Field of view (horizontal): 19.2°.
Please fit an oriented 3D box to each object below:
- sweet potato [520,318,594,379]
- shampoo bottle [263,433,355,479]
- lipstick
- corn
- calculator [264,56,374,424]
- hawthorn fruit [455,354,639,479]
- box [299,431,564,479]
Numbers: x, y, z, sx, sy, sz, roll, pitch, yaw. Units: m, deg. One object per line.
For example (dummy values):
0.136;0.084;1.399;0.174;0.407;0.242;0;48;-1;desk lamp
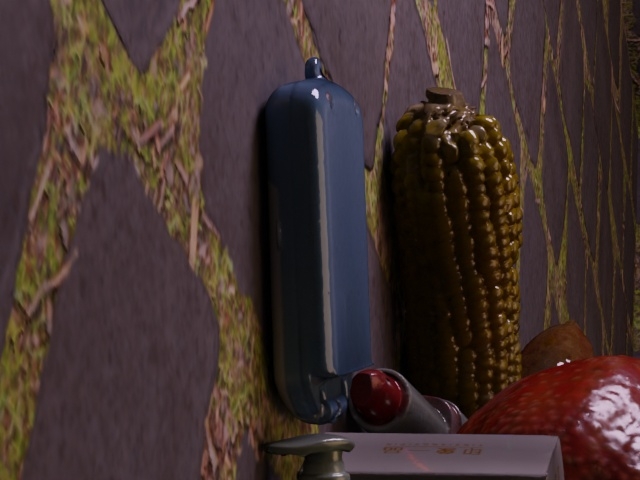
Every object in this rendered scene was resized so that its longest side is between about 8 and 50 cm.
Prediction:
0.203;0.235;1.767;0.109;0.109;0.385;73;26;-47;sweet potato
0.001;0.207;1.026;0.065;0.065;0.204;15;74;-76;shampoo bottle
0.052;0.119;1.263;0.186;0.057;0.063;48;49;-61;lipstick
0.102;0.045;1.392;0.097;0.097;0.319;-51;139;-69;corn
0.000;0.000;1.084;0.121;0.039;0.210;-4;92;-78;calculator
0.183;0.168;1.259;0.253;0.205;0.205;-45;133;-55;hawthorn fruit
0.075;0.233;1.137;0.067;0.149;0.233;-46;133;-64;box
